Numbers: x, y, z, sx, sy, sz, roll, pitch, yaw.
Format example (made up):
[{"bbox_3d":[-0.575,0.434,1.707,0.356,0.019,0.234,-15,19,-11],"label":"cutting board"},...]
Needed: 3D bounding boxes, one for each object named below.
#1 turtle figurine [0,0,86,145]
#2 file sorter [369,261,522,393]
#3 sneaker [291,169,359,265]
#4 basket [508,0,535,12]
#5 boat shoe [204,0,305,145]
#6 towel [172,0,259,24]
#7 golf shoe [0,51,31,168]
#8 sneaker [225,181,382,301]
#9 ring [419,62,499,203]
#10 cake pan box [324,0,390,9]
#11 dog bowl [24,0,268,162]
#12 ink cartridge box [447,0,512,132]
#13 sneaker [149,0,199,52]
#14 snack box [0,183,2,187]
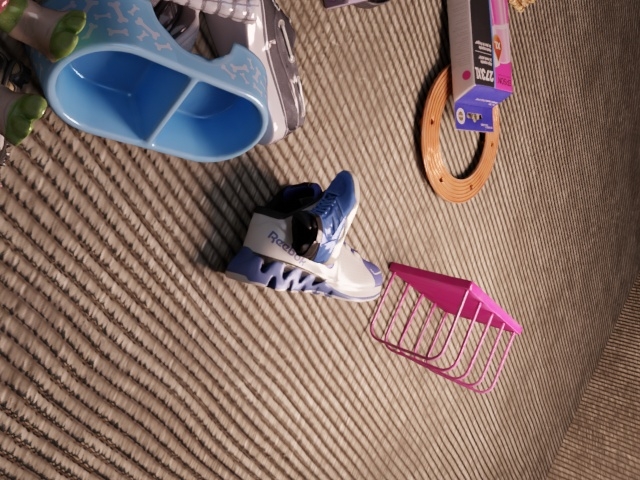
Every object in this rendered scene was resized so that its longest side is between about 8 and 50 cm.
[{"bbox_3d":[-0.303,-0.196,0.337,0.266,0.275,0.197,30,38,-42],"label":"turtle figurine"},{"bbox_3d":[0.276,0.203,1.110,0.291,0.202,0.182,35,75,-42],"label":"file sorter"},{"bbox_3d":[0.003,-0.042,0.750,0.085,0.058,0.152,18,91,-44],"label":"sneaker"},{"bbox_3d":[0.497,-0.763,1.204,0.299,0.223,0.213,19,52,-44],"label":"basket"},{"bbox_3d":[-0.086,-0.296,0.728,0.102,0.108,0.301,-36,124,-33],"label":"boat shoe"},{"bbox_3d":[-0.154,-0.401,0.514,0.235,0.121,0.283,7,81,-26],"label":"towel"},{"bbox_3d":[-0.352,-0.121,0.478,0.094,0.077,0.198,41,30,-51],"label":"golf shoe"},{"bbox_3d":[-0.001,0.000,0.853,0.316,0.128,0.182,12,92,-43],"label":"sneaker"},{"bbox_3d":[0.335,-0.257,1.193,0.337,0.032,0.336,-11,106,-43],"label":"ring"},{"bbox_3d":[0.087,-0.555,0.869,0.246,0.070,0.266,-31,118,-33],"label":"cake pan box"},{"bbox_3d":[-0.188,-0.180,0.604,0.297,0.166,0.074,9,53,-45],"label":"dog bowl"},{"bbox_3d":[0.362,-0.437,1.127,0.176,0.069,0.370,-8,97,-43],"label":"ink cartridge box"},{"bbox_3d":[-0.216,-0.353,0.593,0.153,0.101,0.268,8,91,-42],"label":"sneaker"},{"bbox_3d":[-0.416,-0.086,0.498,0.100,0.037,0.141,-44,125,-29],"label":"snack box"}]
